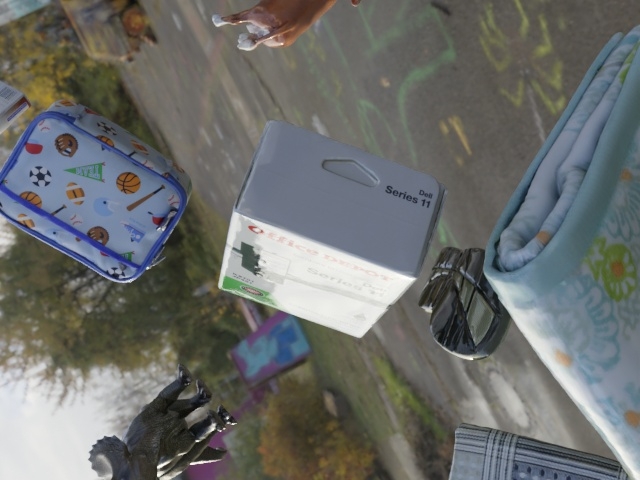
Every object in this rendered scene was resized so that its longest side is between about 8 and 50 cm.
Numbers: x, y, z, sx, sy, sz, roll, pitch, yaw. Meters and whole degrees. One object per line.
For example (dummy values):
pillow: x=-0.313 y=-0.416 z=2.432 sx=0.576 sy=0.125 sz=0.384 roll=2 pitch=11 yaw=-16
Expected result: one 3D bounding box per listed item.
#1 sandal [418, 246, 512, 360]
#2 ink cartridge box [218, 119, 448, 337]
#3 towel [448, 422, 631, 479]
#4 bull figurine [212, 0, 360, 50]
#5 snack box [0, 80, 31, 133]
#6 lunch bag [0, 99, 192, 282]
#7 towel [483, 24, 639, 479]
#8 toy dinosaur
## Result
sandal: x=0.191 y=0.071 z=1.030 sx=0.086 sy=0.120 sz=0.303 roll=29 pitch=-173 yaw=-5
ink cartridge box: x=0.000 y=0.000 z=0.717 sx=0.153 sy=0.086 sz=0.208 roll=20 pitch=158 yaw=-2
towel: x=0.280 y=0.419 z=1.044 sx=0.312 sy=0.324 sz=0.056 roll=10 pitch=177 yaw=28
bull figurine: x=-0.045 y=-0.426 z=1.489 sx=0.188 sy=0.310 sz=0.101 roll=-1 pitch=121 yaw=35
snack box: x=-0.375 y=-0.153 z=0.848 sx=0.178 sy=0.064 sz=0.022 roll=28 pitch=155 yaw=25
lunch bag: x=-0.381 y=-0.072 z=1.423 sx=0.303 sy=0.243 sz=0.115 roll=34 pitch=-162 yaw=-15
towel: x=0.314 y=0.012 z=0.740 sx=0.320 sy=0.374 sz=0.090 roll=49 pitch=147 yaw=-19
toy dinosaur: x=-0.195 y=0.250 z=1.048 sx=0.121 sy=0.160 sz=0.313 roll=53 pitch=175 yaw=9
